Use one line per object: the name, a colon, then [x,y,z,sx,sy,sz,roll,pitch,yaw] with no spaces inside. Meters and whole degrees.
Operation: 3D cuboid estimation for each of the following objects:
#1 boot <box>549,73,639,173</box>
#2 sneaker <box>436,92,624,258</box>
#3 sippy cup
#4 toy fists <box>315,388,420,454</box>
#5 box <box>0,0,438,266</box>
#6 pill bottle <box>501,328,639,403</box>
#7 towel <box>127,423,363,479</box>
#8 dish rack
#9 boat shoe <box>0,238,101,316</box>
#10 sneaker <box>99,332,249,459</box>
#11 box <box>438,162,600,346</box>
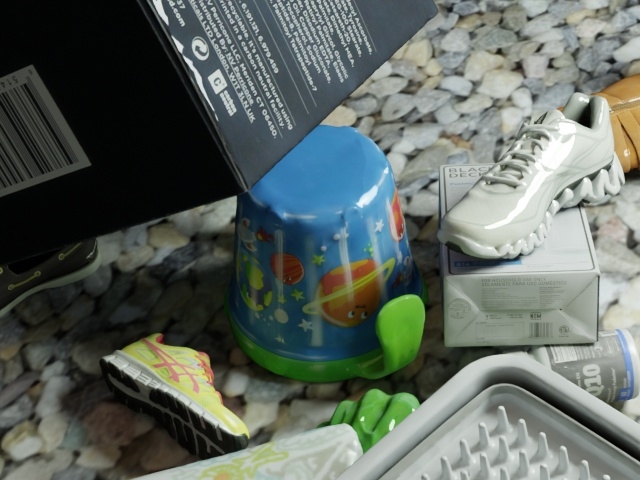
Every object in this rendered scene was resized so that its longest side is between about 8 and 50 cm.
boot: [0.431,-0.123,1.748,0.220,0.109,0.283,-17,42,-14]
sneaker: [0.225,-0.072,1.523,0.110,0.118,0.292,20,37,36]
sippy cup: [0.000,0.000,1.576,0.305,0.224,0.240,14,46,20]
toy fists: [0.108,0.216,1.384,0.279,0.096,0.142,-9,50,34]
box: [-0.204,-0.228,1.597,0.480,0.297,0.472,-15,22,38]
pill bottle: [0.267,0.141,1.506,0.137,0.078,0.078,-8,43,-3]
towel: [-0.073,0.367,1.227,0.320,0.090,0.374,-12,61,-11]
dish rack: [0.142,0.262,1.170,0.333,0.072,0.285,-38,46,-22]
boat shoe: [-0.375,0.035,1.685,0.227,0.069,0.081,-26,47,-21]
sneaker: [-0.144,0.158,1.525,0.208,0.081,0.094,31,51,33]
box: [0.216,0.008,1.591,0.169,0.087,0.290,-1,27,6]
